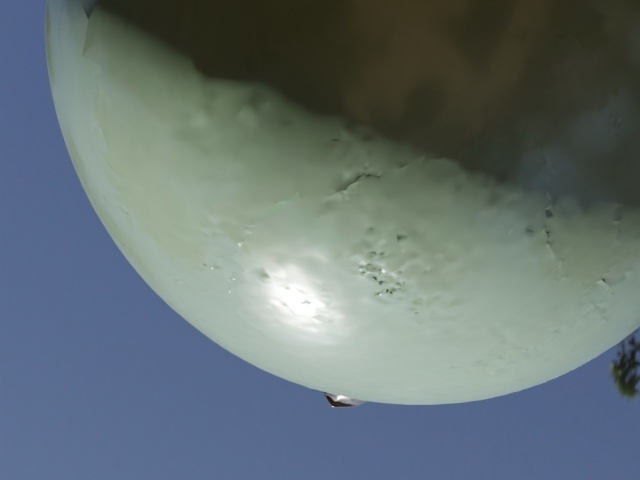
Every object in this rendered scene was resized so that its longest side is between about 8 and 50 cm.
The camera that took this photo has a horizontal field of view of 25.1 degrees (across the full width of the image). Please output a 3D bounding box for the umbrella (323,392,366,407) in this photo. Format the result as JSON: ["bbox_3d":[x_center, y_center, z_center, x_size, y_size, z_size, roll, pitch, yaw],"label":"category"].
[{"bbox_3d":[0.000,0.000,1.425,0.067,0.073,0.337,2,-119,-36],"label":"umbrella"}]

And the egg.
[{"bbox_3d":[0.030,-0.051,0.445,0.202,0.282,0.203,-3,-98,23],"label":"egg"}]
